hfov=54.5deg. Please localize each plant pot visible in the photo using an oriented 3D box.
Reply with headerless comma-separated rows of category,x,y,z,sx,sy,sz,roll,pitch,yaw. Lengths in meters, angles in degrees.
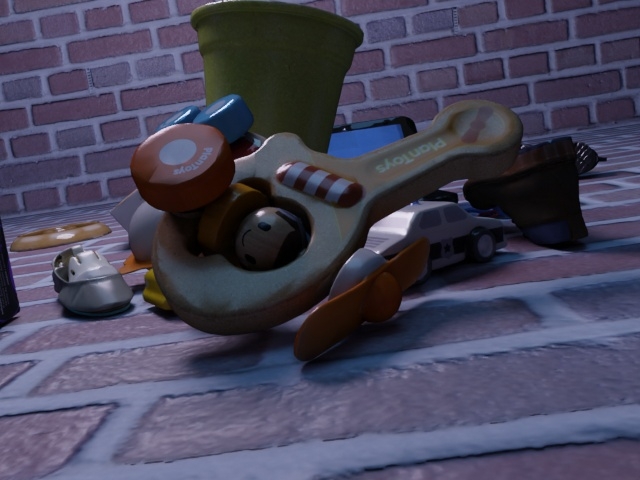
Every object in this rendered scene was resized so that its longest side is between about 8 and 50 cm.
plant pot,-0.635,-0.015,1.518,0.236,0.032,0.236,-9,8,1
plant pot,-0.080,-0.213,0.997,0.276,0.254,0.276,6,3,0

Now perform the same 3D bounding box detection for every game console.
game console,0.069,-0.131,1.132,0.293,0.173,0.250,-10,9,-5

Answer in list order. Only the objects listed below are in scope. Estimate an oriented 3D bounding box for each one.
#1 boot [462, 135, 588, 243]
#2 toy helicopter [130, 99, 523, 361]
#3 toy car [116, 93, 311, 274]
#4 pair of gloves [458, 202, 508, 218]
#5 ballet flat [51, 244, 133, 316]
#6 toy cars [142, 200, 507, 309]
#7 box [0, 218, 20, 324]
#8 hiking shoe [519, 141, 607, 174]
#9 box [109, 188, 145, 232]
boot,0.230,-0.037,0.723,0.082,0.106,0.219,-14,-7,-9
toy helicopter,0.032,-0.029,0.532,0.355,0.140,0.235,-25,49,-13
toy car,-0.160,-0.026,0.807,0.210,0.219,0.238,4,45,51
pair of gloves,0.199,-0.035,0.900,0.159,0.023,0.198,-2,10,44
ballet flat,-0.281,0.041,0.736,0.072,0.068,0.213,-15,11,-31
toy cars,0.000,0.000,0.666,0.393,0.087,0.176,-7,10,9
box,-0.424,0.038,0.588,0.143,0.165,0.270,-9,9,-2
hiking shoe,0.454,-0.155,1.266,0.227,0.086,0.114,8,5,44
box,-0.333,-0.071,1.241,0.130,0.091,0.170,-41,14,-5
